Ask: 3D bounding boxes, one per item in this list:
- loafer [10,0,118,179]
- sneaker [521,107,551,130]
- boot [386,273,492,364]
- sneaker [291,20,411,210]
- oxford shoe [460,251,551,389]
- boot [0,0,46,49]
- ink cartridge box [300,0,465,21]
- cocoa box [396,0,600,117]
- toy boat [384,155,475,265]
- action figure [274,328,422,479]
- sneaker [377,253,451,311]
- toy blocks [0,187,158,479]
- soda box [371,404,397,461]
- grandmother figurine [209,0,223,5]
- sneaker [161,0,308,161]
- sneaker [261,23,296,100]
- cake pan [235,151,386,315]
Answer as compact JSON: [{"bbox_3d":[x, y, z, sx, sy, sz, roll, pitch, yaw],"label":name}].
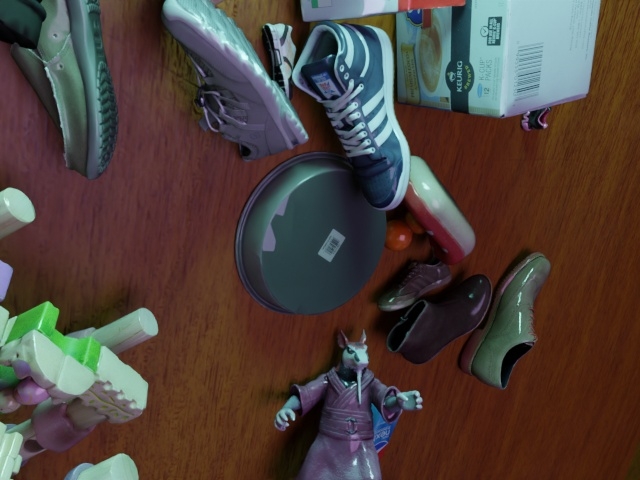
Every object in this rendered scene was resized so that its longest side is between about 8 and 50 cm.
[{"bbox_3d":[-0.287,-0.193,0.575,0.087,0.094,0.251,-5,102,-8],"label":"loafer"},{"bbox_3d":[0.466,-0.290,1.085,0.047,0.057,0.119,-11,113,-30],"label":"sneaker"},{"bbox_3d":[0.253,0.152,1.059,0.248,0.090,0.207,-52,146,2],"label":"boot"},{"bbox_3d":[0.046,-0.180,0.754,0.153,0.099,0.282,-10,94,-49],"label":"sneaker"},{"bbox_3d":[0.480,0.196,1.237,0.123,0.130,0.348,28,91,-39],"label":"oxford shoe"},{"bbox_3d":[-0.368,-0.345,0.416,0.347,0.131,0.260,16,92,-31],"label":"boot"},{"bbox_3d":[0.079,-0.396,0.681,0.056,0.224,0.181,-60,149,-62],"label":"ink cartridge box"},{"bbox_3d":[0.270,-0.390,0.794,0.231,0.228,0.347,-20,119,-30],"label":"cocoa box"},{"bbox_3d":[0.179,-0.033,0.948,0.151,0.151,0.231,-35,130,18],"label":"toy boat"},{"bbox_3d":[0.062,0.354,0.963,0.276,0.248,0.370,53,44,-70],"label":"action figure"},{"bbox_3d":[0.182,0.079,1.034,0.188,0.066,0.071,-23,101,-30],"label":"sneaker"},{"bbox_3d":[-0.364,0.161,0.526,0.260,0.309,0.289,-26,128,7],"label":"toy blocks"},{"bbox_3d":[0.090,0.435,1.088,0.067,0.071,0.210,17,97,-38],"label":"soda box"},{"bbox_3d":[-0.026,-0.376,0.585,0.342,0.208,0.104,-27,89,-5],"label":"grandmother figurine"},{"bbox_3d":[-0.113,-0.177,0.642,0.115,0.105,0.281,-31,149,8],"label":"sneaker"},{"bbox_3d":[-0.050,-0.256,0.739,0.043,0.040,0.109,-25,122,-29],"label":"sneaker"},{"bbox_3d":[0.000,0.000,0.866,0.293,0.054,0.293,-14,115,-32],"label":"cake pan"}]
